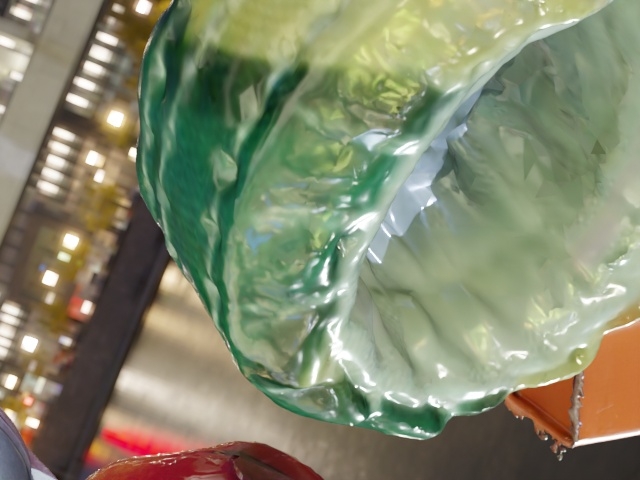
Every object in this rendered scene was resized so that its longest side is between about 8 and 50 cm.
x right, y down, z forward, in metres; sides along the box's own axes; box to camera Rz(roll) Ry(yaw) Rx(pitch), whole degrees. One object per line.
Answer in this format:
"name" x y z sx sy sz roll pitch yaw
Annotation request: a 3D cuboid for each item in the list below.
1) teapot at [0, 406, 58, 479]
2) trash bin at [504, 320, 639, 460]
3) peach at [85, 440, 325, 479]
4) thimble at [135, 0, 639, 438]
"teapot" -0.287 0.242 1.044 0.312 0.315 0.233 -54 -11 -53
"trash bin" 0.277 0.090 1.222 0.161 0.239 0.184 -142 43 -58
"peach" -0.095 0.360 1.395 0.310 0.335 0.406 -54 44 15
"thimble" 0.055 -0.059 0.640 0.167 0.254 0.288 54 144 39
